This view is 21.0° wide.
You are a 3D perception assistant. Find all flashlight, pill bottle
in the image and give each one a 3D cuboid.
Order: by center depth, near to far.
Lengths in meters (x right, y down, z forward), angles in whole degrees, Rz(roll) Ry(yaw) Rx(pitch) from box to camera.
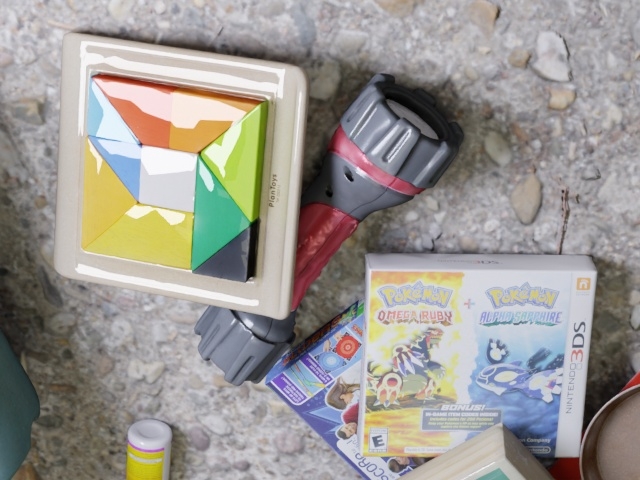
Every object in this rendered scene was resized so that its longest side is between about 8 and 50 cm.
[{"bbox_3d":[0.000,0.000,1.501,0.103,0.103,0.304,46,115,21],"label":"flashlight"},{"bbox_3d":[-0.167,0.218,1.681,0.043,0.043,0.083,8,118,3],"label":"pill bottle"}]

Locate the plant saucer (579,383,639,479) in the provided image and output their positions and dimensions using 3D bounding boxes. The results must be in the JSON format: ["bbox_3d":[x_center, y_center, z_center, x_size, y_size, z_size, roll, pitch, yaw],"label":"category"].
[{"bbox_3d":[0.320,0.197,1.567,0.168,0.029,0.168,2,109,7],"label":"plant saucer"}]

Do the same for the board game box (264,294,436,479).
[{"bbox_3d":[0.065,0.157,1.623,0.136,0.035,0.201,-37,108,23],"label":"board game box"}]

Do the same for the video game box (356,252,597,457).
[{"bbox_3d":[0.139,0.104,1.550,0.205,0.048,0.187,0,108,-4],"label":"video game box"}]

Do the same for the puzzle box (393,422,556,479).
[{"bbox_3d":[0.085,0.359,1.643,0.409,0.052,0.272,-31,117,22],"label":"puzzle box"}]

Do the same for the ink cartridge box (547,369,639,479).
[{"bbox_3d":[0.401,0.299,1.627,0.385,0.091,0.308,32,117,-11],"label":"ink cartridge box"}]

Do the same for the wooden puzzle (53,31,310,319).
[{"bbox_3d":[-0.127,-0.054,1.471,0.239,0.044,0.221,11,108,20],"label":"wooden puzzle"}]

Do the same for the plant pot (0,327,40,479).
[{"bbox_3d":[-0.431,0.086,1.501,0.341,0.341,0.334,-19,122,17],"label":"plant pot"}]
